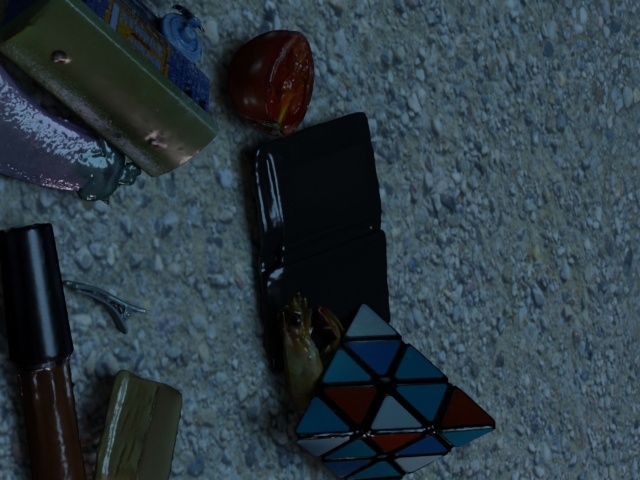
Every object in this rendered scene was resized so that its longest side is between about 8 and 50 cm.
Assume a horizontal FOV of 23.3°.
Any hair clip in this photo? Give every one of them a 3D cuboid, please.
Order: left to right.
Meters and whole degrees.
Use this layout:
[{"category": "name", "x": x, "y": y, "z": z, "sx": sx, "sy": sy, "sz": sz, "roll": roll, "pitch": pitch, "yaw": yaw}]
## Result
[{"category": "hair clip", "x": -0.366, "y": -0.144, "z": 1.773, "sx": 0.358, "sy": 0.110, "sz": 0.096, "roll": 32, "pitch": 40, "yaw": -39}, {"category": "hair clip", "x": -0.267, "y": 0.079, "z": 1.903, "sx": 0.115, "sy": 0.030, "sz": 0.039, "roll": 32, "pitch": 70, "yaw": -40}]

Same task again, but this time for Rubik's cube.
[{"category": "Rubik's cube", "x": 0.104, "y": 0.184, "z": 2.148, "sx": 0.284, "sy": 0.250, "sz": 0.234, "roll": 43, "pitch": 34, "yaw": -54}]

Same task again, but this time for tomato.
[{"category": "tomato", "x": -0.073, "y": -0.211, "z": 2.052, "sx": 0.159, "sy": 0.091, "sz": 0.139, "roll": 39, "pitch": 67, "yaw": -66}]

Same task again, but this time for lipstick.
[{"category": "lipstick", "x": -0.320, "y": 0.186, "z": 1.821, "sx": 0.077, "sy": 0.077, "sz": 0.419, "roll": -15, "pitch": 103, "yaw": -43}]

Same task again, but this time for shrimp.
[{"category": "shrimp", "x": -0.003, "y": 0.151, "z": 2.122, "sx": 0.133, "sy": 0.053, "sz": 0.236, "roll": -41, "pitch": 132, "yaw": -30}]

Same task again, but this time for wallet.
[{"category": "wallet", "x": 0.000, "y": 0.000, "z": 2.157, "sx": 0.247, "sy": 0.041, "sz": 0.323, "roll": -20, "pitch": 108, "yaw": -42}]

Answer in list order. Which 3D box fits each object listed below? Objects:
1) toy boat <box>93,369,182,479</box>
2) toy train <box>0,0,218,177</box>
[{"category": "toy boat", "x": -0.224, "y": 0.258, "z": 1.892, "sx": 0.116, "sy": 0.061, "sz": 0.188, "roll": 50, "pitch": 49, "yaw": -70}, {"category": "toy train", "x": -0.246, "y": -0.227, "z": 1.813, "sx": 0.299, "sy": 0.131, "sz": 0.202, "roll": 41, "pitch": 33, "yaw": -34}]
